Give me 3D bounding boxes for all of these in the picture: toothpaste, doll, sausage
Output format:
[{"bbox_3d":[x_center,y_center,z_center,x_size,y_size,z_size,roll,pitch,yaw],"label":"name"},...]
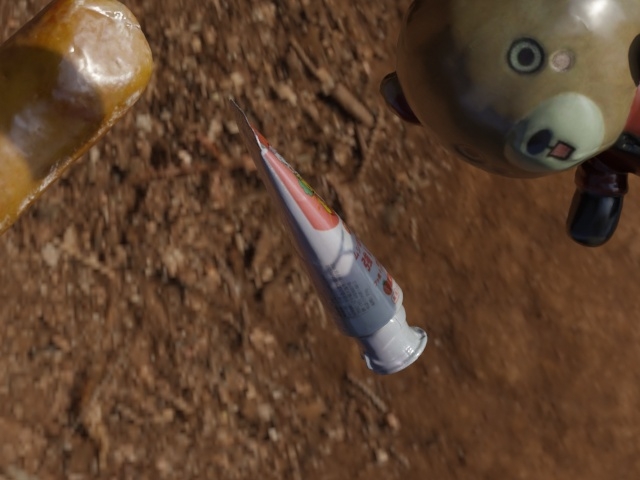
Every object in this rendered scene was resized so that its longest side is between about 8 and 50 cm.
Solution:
[{"bbox_3d":[0.000,0.000,1.208,0.057,0.089,0.234,-35,116,0],"label":"toothpaste"},{"bbox_3d":[0.218,-0.117,1.238,0.330,0.174,0.235,19,145,-10],"label":"doll"},{"bbox_3d":[-0.227,-0.064,1.154,0.270,0.109,0.109,-47,119,-14],"label":"sausage"}]
